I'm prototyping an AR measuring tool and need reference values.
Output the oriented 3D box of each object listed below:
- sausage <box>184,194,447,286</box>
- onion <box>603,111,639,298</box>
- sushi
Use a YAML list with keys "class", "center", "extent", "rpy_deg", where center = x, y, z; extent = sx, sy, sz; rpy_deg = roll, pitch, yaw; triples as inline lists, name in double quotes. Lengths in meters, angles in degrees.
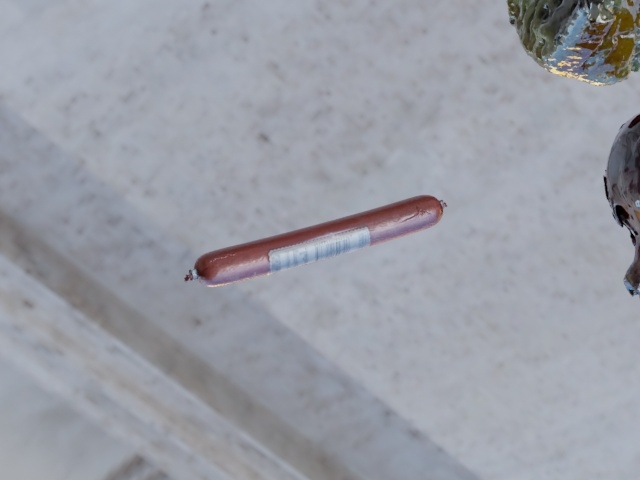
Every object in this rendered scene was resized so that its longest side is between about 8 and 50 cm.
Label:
- class: "sausage"
  center: [0.000, 0.000, 1.570]
  extent: [0.253, 0.034, 0.034]
  rpy_deg: [-14, -159, -24]
- class: "onion"
  center: [0.392, -0.023, 1.884]
  extent: [0.219, 0.252, 0.252]
  rpy_deg: [-51, -149, -3]
- class: "sushi"
  center: [0.296, -0.275, 2.008]
  extent: [0.274, 0.139, 0.184]
  rpy_deg: [-102, -151, -53]
